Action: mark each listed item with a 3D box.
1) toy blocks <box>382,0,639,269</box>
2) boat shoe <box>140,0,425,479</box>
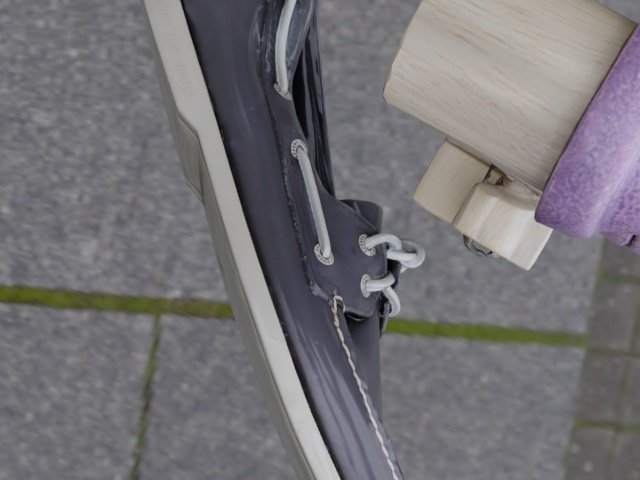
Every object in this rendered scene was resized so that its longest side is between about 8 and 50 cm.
[{"bbox_3d":[0.200,-0.076,0.466,0.309,0.260,0.288,-62,172,12],"label":"toy blocks"},{"bbox_3d":[0.000,0.000,0.585,0.065,0.075,0.206,-17,73,-8],"label":"boat shoe"}]
